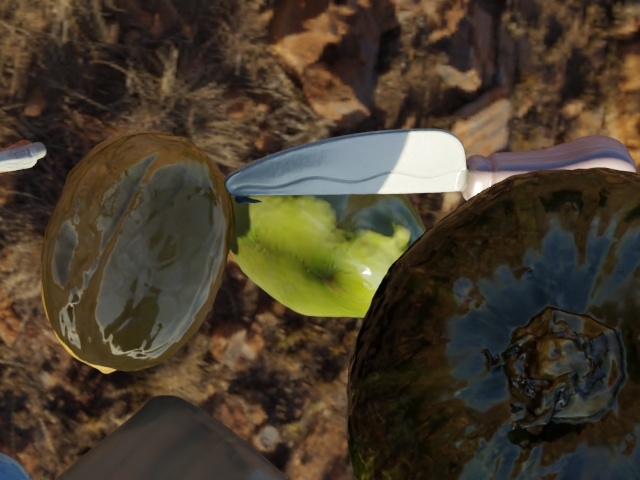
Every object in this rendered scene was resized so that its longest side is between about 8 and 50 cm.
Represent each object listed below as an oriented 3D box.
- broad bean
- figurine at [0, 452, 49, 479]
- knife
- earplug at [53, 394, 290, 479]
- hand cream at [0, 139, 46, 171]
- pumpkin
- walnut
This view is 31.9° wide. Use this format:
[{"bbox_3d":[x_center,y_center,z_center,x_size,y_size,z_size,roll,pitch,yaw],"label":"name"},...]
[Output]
[{"bbox_3d":[0.000,-0.001,1.284,0.238,0.291,0.119,50,60,-28],"label":"broad bean"},{"bbox_3d":[-0.304,0.315,0.992,0.262,0.180,0.154,-40,144,7],"label":"figurine"},{"bbox_3d":[0.093,-0.055,0.894,0.336,0.043,0.081,-1,136,-11],"label":"knife"},{"bbox_3d":[-0.154,0.340,0.710,0.394,0.312,0.313,-39,124,-26],"label":"earplug"},{"bbox_3d":[-0.427,-0.097,1.446,0.052,0.038,0.216,-45,174,25],"label":"hand cream"},{"bbox_3d":[0.118,0.076,0.506,0.224,0.223,0.157,-63,155,-9],"label":"pumpkin"},{"bbox_3d":[-0.153,0.009,0.927,0.159,0.159,0.207,17,88,-42],"label":"walnut"}]
